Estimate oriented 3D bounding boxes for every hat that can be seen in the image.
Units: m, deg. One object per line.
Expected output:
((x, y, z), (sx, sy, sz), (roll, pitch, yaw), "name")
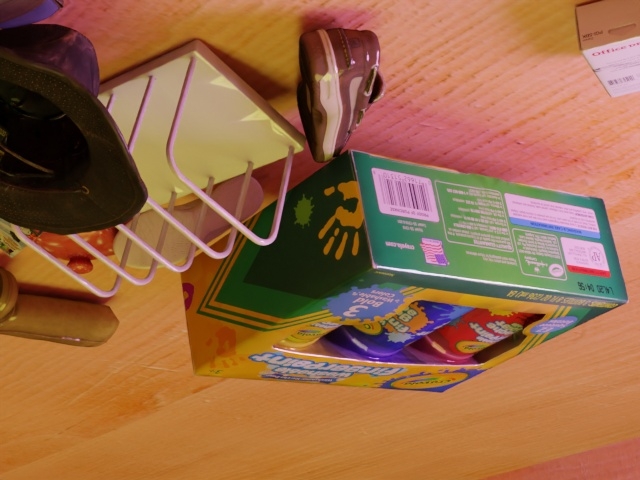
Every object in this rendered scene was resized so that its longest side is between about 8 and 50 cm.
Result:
((-0.296, -0.142, 1.529), (0.331, 0.134, 0.331), (19, 150, 11), "hat")

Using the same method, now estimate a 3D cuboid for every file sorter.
((-0.195, -0.067, 1.708), (0.277, 0.173, 0.193), (-18, 135, 36), "file sorter")

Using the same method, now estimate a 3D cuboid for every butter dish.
((-0.320, -0.013, 1.980), (0.160, 0.118, 0.160), (-8, 158, 14), "butter dish")

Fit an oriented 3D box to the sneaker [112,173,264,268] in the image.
((-0.176, -0.017, 1.985), (0.212, 0.080, 0.094), (-24, 178, -12), "sneaker")

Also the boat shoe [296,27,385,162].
((0.030, -0.160, 1.678), (0.095, 0.095, 0.257), (-15, 165, -6), "boat shoe")

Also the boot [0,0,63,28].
((-0.352, -0.220, 1.405), (0.219, 0.082, 0.106), (-13, 155, 21), "boot")

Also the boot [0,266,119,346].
((-0.439, 0.107, 2.343), (0.269, 0.089, 0.236), (12, 165, -35), "boot")

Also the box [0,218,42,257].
((-0.423, -0.044, 1.909), (0.137, 0.027, 0.094), (43, 143, -13), "box")

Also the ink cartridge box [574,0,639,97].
((0.343, -0.215, 1.620), (0.099, 0.056, 0.135), (-12, 158, 21), "ink cartridge box")

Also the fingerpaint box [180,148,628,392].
((0.106, 0.061, 1.926), (0.445, 0.163, 0.371), (9, 152, -39), "fingerpaint box")
